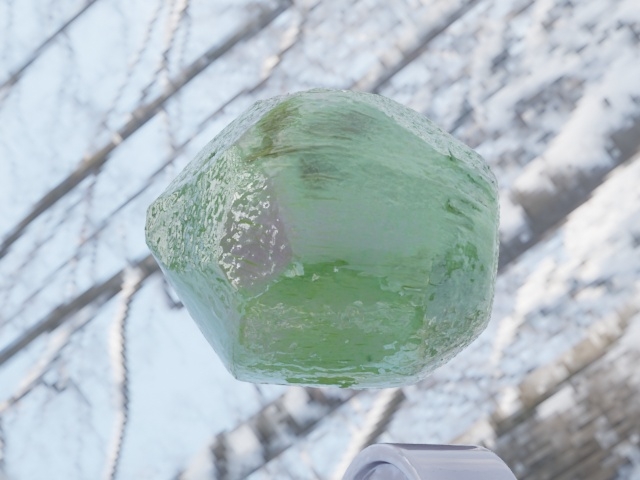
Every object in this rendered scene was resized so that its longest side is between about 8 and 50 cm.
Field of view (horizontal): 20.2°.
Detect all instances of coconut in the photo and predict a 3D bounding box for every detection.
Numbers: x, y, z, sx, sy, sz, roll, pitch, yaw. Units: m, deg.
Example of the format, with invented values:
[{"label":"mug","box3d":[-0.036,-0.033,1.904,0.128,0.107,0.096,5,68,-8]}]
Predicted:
[{"label":"coconut","box3d":[0.000,0.000,1.628,0.328,0.328,0.281,-98,8,-52]}]

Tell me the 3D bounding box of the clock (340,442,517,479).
[{"label":"clock","box3d":[0.066,0.224,1.118,0.068,0.197,0.197,3,-135,-21]}]
